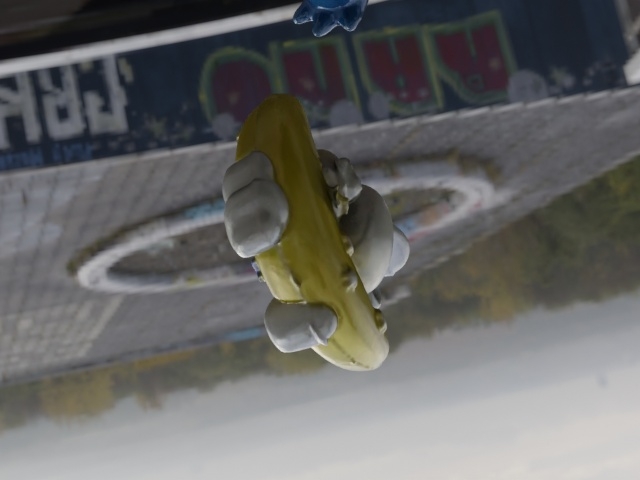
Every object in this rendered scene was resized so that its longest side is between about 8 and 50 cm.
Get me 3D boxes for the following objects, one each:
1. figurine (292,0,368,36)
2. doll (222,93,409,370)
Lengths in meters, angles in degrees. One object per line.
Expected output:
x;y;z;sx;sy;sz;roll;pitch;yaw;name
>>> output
0.068;-0.285;0.850;0.298;0.243;0.416;-16;-168;-1;figurine
0.000;0.000;1.012;0.111;0.237;0.252;-26;-153;20;doll
